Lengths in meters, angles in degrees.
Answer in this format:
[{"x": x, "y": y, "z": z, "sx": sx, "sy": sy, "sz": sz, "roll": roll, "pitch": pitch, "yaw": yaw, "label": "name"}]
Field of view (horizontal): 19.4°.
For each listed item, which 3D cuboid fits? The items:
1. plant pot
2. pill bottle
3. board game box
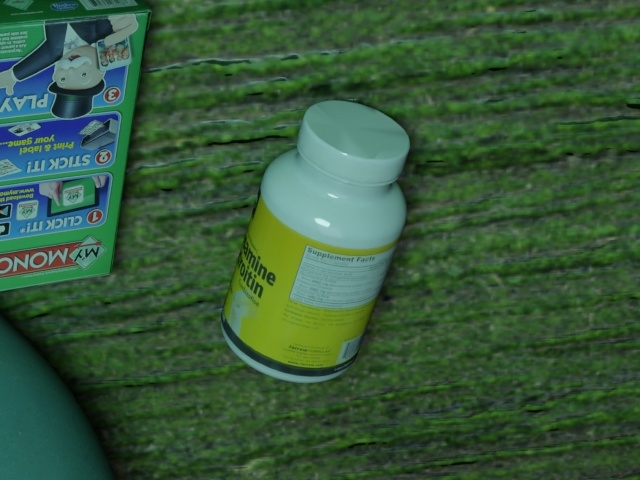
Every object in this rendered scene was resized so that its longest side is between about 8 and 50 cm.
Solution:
[{"x": -0.285, "y": 0.148, "z": 1.306, "sx": 0.290, "sy": 0.290, "sz": 0.195, "roll": -9, "pitch": 88, "yaw": 3, "label": "plant pot"}, {"x": 0.000, "y": 0.000, "z": 1.292, "sx": 0.103, "sy": 0.103, "sz": 0.184, "roll": 12, "pitch": 122, "yaw": -10, "label": "pill bottle"}, {"x": -0.272, "y": -0.051, "z": 1.197, "sx": 0.317, "sy": 0.046, "sz": 0.213, "roll": -9, "pitch": 130, "yaw": -30, "label": "board game box"}]
